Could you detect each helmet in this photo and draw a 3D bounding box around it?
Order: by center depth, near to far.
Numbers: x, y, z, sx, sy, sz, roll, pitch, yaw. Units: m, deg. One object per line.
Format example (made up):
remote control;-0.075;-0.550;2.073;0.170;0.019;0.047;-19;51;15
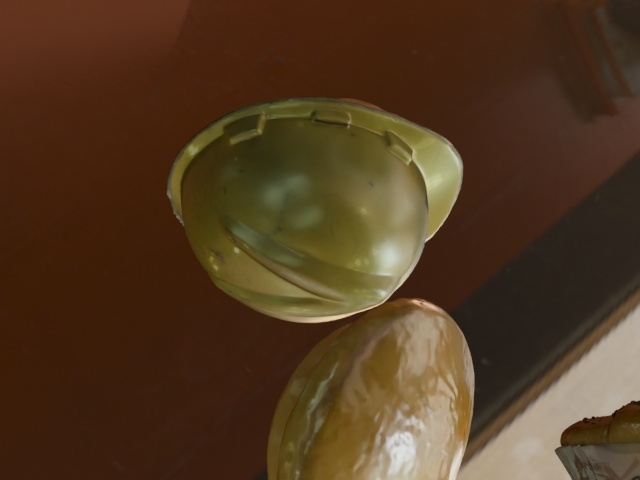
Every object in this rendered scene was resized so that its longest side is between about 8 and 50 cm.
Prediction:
helmet;0.000;0.000;0.993;0.257;0.140;0.205;6;136;-12

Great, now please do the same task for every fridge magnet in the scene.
fridge magnet;0.026;0.096;0.582;0.143;0.063;0.143;-19;116;-45

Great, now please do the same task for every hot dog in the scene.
hot dog;0.285;0.146;0.864;0.131;0.252;0.069;19;62;-45

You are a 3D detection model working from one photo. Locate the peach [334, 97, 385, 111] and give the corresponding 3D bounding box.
peach;0.033;-0.072;1.384;0.184;0.184;0.184;-9;111;-25
